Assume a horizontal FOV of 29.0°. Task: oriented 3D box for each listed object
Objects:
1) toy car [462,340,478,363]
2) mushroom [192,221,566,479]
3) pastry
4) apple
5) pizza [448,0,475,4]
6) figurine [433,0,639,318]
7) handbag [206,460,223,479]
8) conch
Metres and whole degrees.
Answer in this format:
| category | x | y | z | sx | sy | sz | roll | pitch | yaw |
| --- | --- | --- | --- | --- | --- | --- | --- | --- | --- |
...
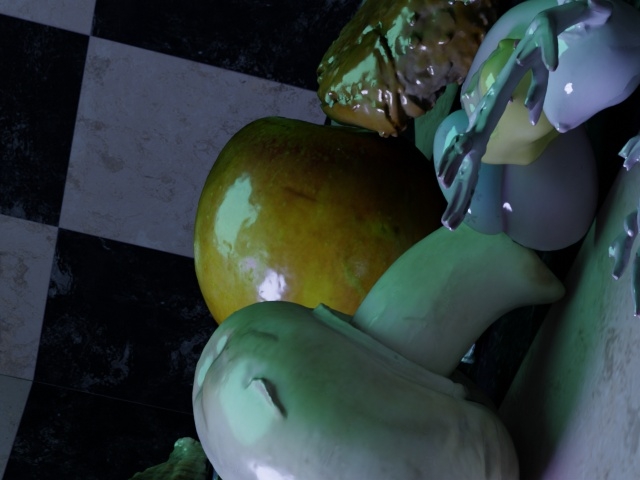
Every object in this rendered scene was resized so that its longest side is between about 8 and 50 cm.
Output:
| category | x | y | z | sx | sy | sz | roll | pitch | yaw |
| --- | --- | --- | --- | --- | --- | --- | --- | --- | --- |
| toy car | 0.146 | 0.091 | 1.422 | 0.186 | 0.058 | 0.093 | -171 | 93 | -82 |
| mushroom | 0.066 | 0.162 | 1.151 | 0.315 | 0.356 | 0.315 | 166 | 90 | -76 |
| pastry | 0.132 | -0.268 | 1.676 | 0.311 | 0.162 | 0.255 | -48 | 22 | 18 |
| apple | 0.000 | 0.000 | 1.772 | 0.384 | 0.374 | 0.374 | -4 | -70 | -66 |
| pizza | 0.218 | -0.266 | 1.025 | 0.069 | 0.226 | 0.147 | 63 | -141 | -27 |
| figurine | 0.193 | -0.076 | 0.945 | 0.316 | 0.206 | 0.284 | 105 | -179 | -70 |
| handbag | -0.037 | 0.357 | 1.617 | 0.263 | 0.241 | 0.222 | 120 | 161 | -67 |
| conch | -0.246 | 0.390 | 1.610 | 0.210 | 0.159 | 0.291 | 119 | 164 | -76 |
